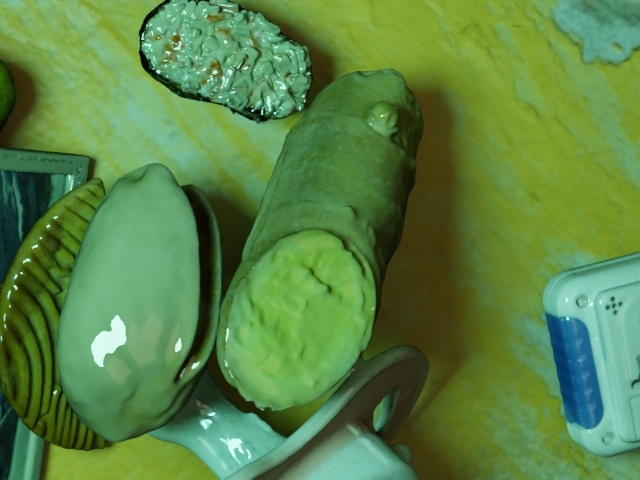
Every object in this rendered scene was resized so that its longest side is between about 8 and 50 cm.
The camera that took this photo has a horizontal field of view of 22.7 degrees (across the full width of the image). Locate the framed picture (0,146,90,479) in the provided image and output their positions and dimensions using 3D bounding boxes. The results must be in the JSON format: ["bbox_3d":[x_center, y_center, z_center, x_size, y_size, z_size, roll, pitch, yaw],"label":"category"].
[{"bbox_3d":[-0.296,0.089,1.281,0.247,0.022,0.335,2,99,-57],"label":"framed picture"}]

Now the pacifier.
[{"bbox_3d":[-0.042,0.195,1.336,0.332,0.220,0.273,-39,104,-27],"label":"pacifier"}]

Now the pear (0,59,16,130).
[{"bbox_3d":[-0.311,-0.108,1.294,0.131,0.107,0.107,-9,99,-24],"label":"pear"}]

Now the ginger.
[{"bbox_3d":[0.000,0.000,1.297,0.126,0.354,0.190,30,132,-7],"label":"ginger"}]

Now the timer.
[{"bbox_3d":[0.343,0.092,1.485,0.253,0.078,0.178,-14,99,-10],"label":"timer"}]

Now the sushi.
[{"bbox_3d":[-0.081,-0.155,1.354,0.150,0.078,0.090,23,91,-14],"label":"sushi"}]

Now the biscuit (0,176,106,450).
[{"bbox_3d":[-0.201,0.074,1.353,0.176,0.031,0.228,-38,128,-32],"label":"biscuit"}]

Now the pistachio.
[{"bbox_3d":[-0.143,0.050,1.265,0.126,0.152,0.223,31,66,-47],"label":"pistachio"}]
